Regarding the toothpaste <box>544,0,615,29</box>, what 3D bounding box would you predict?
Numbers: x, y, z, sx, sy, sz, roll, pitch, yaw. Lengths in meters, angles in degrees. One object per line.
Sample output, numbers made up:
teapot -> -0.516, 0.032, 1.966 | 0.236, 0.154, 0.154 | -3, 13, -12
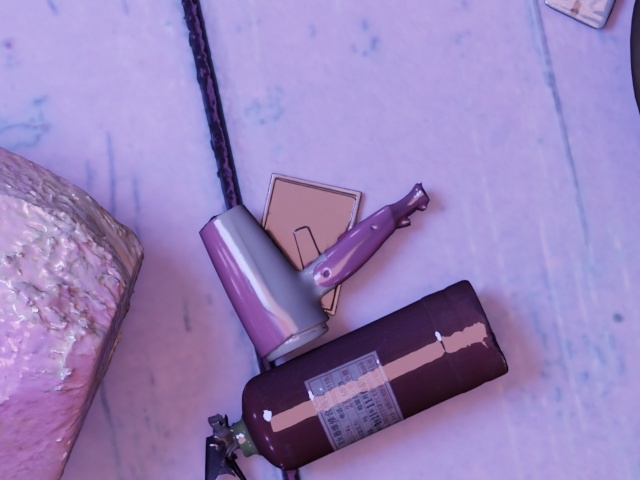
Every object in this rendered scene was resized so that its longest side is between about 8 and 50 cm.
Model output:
toothpaste -> 0.215, -0.242, 1.209 | 0.048, 0.029, 0.197 | 25, 93, 4

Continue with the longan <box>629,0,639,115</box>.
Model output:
longan -> 0.344, -0.124, 1.102 | 0.300, 0.243, 0.300 | 4, 112, 11

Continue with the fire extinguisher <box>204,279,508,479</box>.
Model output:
fire extinguisher -> 0.016, 0.116, 1.196 | 0.231, 0.071, 0.099 | -27, 117, 2

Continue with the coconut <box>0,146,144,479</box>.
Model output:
coconut -> -0.250, 0.034, 1.116 | 0.245, 0.233, 0.233 | 22, 90, -3

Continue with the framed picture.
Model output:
framed picture -> -0.012, 0.003, 1.223 | 0.066, 0.006, 0.089 | 12, 90, 1

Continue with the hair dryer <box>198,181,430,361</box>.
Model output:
hair dryer -> 0.006, 0.005, 1.202 | 0.154, 0.054, 0.106 | -27, 85, -9
